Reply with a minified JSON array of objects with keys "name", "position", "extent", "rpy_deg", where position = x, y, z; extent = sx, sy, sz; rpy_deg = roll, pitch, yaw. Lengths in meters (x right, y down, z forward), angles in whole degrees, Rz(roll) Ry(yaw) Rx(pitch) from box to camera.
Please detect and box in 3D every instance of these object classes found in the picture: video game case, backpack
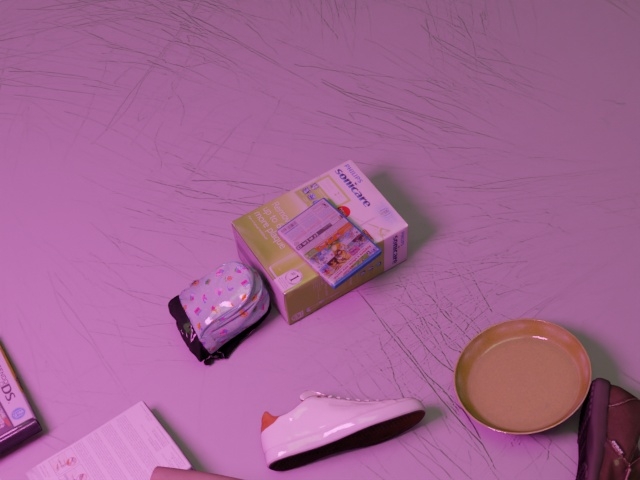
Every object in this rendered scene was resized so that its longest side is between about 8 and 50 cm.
[{"name":"video game case","position":[-0.675,0.319,1.714],"extent":[0.275,0.035,0.248],"rpy_deg":[-29,50,-16]},{"name":"backpack","position":[-0.183,0.124,1.776],"extent":[0.182,0.115,0.152],"rpy_deg":[-32,63,0]},{"name":"video game case","position":[0.016,0.003,1.776],"extent":[0.119,0.015,0.166],"rpy_deg":[-36,62,-21]}]

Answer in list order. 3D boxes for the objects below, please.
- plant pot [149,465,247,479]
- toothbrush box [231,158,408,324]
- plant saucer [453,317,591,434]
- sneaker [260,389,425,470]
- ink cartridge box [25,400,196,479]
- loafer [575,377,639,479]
[{"name":"plant pot","position":[-0.117,0.473,1.452],"extent":[0.274,0.256,0.256],"rpy_deg":[-2,54,-1]},{"name":"toothbrush box","position":[0.000,0.000,1.862],"extent":[0.283,0.122,0.206],"rpy_deg":[-27,57,-16]},{"name":"plant saucer","position":[0.358,0.246,1.682],"extent":[0.241,0.037,0.241],"rpy_deg":[-12,46,12]},{"name":"sneaker","position":[0.033,0.300,1.650],"extent":[0.290,0.106,0.123],"rpy_deg":[-14,57,-5]},{"name":"ink cartridge box","position":[-0.354,0.400,1.613],"extent":[0.232,0.066,0.189],"rpy_deg":[-34,47,-17]},{"name":"loafer","position":[0.483,0.389,1.534],"extent":[0.130,0.134,0.366],"rpy_deg":[11,55,9]}]
